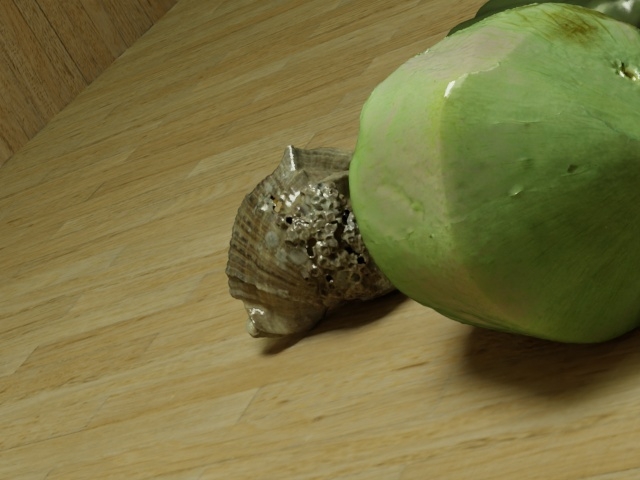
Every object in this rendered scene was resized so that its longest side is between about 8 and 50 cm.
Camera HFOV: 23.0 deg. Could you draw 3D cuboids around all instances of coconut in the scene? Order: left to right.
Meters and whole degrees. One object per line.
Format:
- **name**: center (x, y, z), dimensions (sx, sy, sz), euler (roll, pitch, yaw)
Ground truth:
- **coconut**: center (0.190, -0.058, 1.311), dimensions (0.328, 0.281, 0.328), euler (3, -1, 0)

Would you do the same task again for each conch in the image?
- **conch**: center (0.000, 0.000, 1.607), dimensions (0.245, 0.178, 0.163), euler (-43, -23, 11)

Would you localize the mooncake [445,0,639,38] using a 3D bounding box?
- **mooncake**: center (0.290, -0.191, 1.630), dimensions (0.351, 0.187, 0.351), euler (-29, 19, 11)
